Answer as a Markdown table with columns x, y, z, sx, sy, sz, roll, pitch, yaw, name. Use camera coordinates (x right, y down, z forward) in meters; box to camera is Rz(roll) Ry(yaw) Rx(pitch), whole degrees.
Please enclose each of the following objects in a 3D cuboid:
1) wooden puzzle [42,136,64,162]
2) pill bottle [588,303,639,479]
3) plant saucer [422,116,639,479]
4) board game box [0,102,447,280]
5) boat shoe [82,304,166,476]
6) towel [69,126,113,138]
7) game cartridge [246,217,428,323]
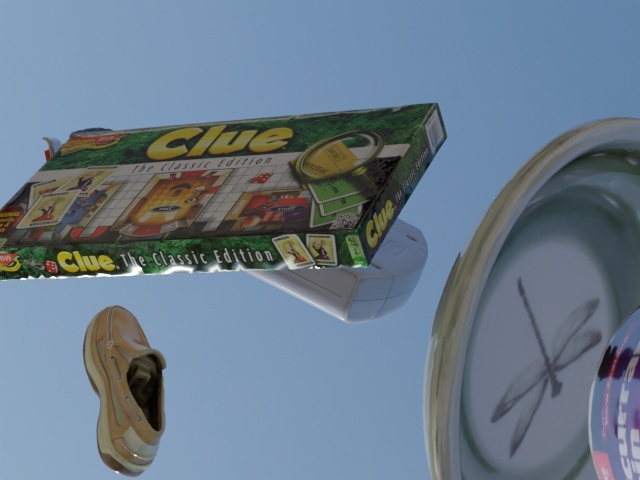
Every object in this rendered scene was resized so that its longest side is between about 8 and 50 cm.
| x | y | z | sx | sy | sz | roll | pitch | yaw | name |
| --- | --- | --- | --- | --- | --- | --- | --- | --- | --- |
| -0.248 | -0.062 | 1.415 | 0.014 | 0.116 | 0.078 | -15 | -93 | -1 | wooden puzzle |
| 0.144 | 0.058 | 0.466 | 0.108 | 0.108 | 0.193 | -50 | 177 | -5 | pill bottle |
| 0.193 | 0.096 | 1.210 | 0.100 | 0.400 | 0.400 | 12 | -114 | 43 | plant saucer |
| -0.068 | -0.027 | 0.867 | 0.260 | 0.030 | 0.136 | -3 | -150 | 27 | board game box |
| -0.164 | 0.121 | 1.342 | 0.072 | 0.068 | 0.190 | -49 | -141 | 28 | boat shoe |
| -0.211 | -0.043 | 1.351 | 0.067 | 0.029 | 0.119 | 0 | -96 | 64 | towel |
| 0.000 | 0.000 | 1.400 | 0.196 | 0.294 | 0.060 | 23 | -77 | 10 | game cartridge |
